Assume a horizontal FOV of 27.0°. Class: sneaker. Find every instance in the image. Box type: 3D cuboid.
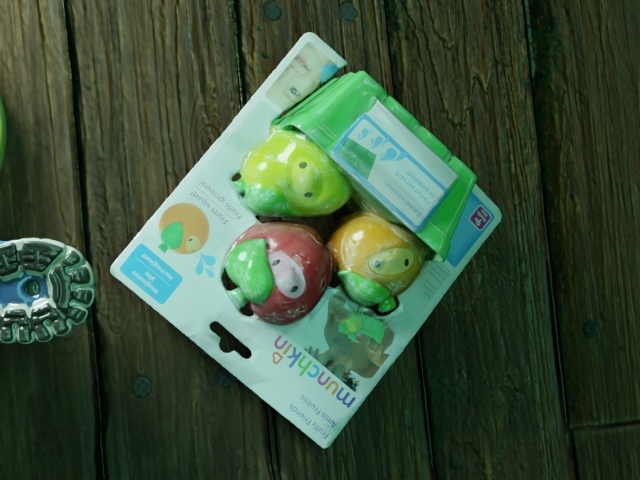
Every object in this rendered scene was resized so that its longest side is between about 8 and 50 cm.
[{"bbox_3d":[-0.388,0.063,1.330,0.330,0.147,0.129,-3,90,-5],"label":"sneaker"}]

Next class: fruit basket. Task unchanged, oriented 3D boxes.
[{"bbox_3d":[0.000,0.000,1.486,0.327,0.165,0.353,42,73,-14],"label":"fruit basket"}]

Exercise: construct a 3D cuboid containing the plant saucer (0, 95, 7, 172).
[{"bbox_3d":[-0.400,-0.123,1.327,0.241,0.037,0.241,16,70,-51],"label":"plant saucer"}]
